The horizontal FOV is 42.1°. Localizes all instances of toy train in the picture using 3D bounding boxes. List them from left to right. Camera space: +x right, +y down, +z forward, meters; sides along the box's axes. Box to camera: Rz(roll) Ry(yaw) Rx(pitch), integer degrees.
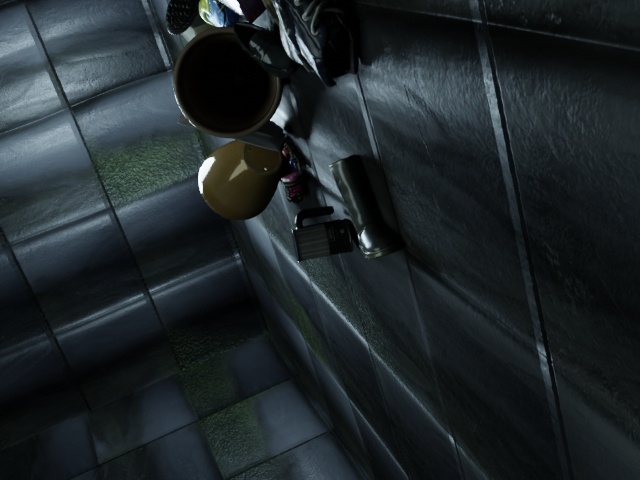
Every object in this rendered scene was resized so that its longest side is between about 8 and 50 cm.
[{"bbox_3d":[-0.082,-0.234,2.187,0.158,0.036,0.027,-125,17,-44],"label":"toy train"}]

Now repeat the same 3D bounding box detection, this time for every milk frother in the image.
[{"bbox_3d":[0.000,0.000,2.013,0.143,0.134,0.129,87,171,-54],"label":"milk frother"}]

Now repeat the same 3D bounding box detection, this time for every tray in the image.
[{"bbox_3d":[-0.228,-0.308,2.160,0.145,0.270,0.030,-87,14,-60],"label":"tray"}]

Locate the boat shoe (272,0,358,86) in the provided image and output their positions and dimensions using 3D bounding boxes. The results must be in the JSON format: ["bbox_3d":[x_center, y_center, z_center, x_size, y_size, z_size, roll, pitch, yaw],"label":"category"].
[{"bbox_3d":[-0.014,-0.417,1.392,0.158,0.127,0.340,49,167,39],"label":"boat shoe"}]

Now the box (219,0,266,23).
[{"bbox_3d":[-0.265,-0.633,1.886,0.293,0.057,0.201,41,174,30],"label":"box"}]

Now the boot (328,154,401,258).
[{"bbox_3d":[0.087,-0.071,1.696,0.189,0.076,0.208,-166,60,-73],"label":"boot"}]

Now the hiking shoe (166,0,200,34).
[{"bbox_3d":[-0.366,-0.676,2.334,0.086,0.227,0.114,23,180,-2],"label":"hiking shoe"}]

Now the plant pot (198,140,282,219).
[{"bbox_3d":[-0.207,-0.206,2.427,0.237,0.237,0.254,66,152,4],"label":"plant pot"}]

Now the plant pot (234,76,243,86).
[{"bbox_3d":[-0.266,-0.419,2.322,0.188,0.205,0.205,-70,-42,-85],"label":"plant pot"}]

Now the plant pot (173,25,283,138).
[{"bbox_3d":[-0.220,-0.395,2.069,0.229,0.263,0.263,-90,-20,-77],"label":"plant pot"}]

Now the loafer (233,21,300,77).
[{"bbox_3d":[-0.124,-0.425,1.841,0.078,0.076,0.223,32,-172,-48],"label":"loafer"}]

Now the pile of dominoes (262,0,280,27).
[{"bbox_3d":[-0.138,-0.581,1.767,0.251,0.040,0.196,64,-172,20],"label":"pile of dominoes"}]

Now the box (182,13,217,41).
[{"bbox_3d":[-0.344,-0.631,2.431,0.275,0.113,0.094,-127,17,-54],"label":"box"}]

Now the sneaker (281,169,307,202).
[{"bbox_3d":[-0.066,-0.140,2.237,0.170,0.063,0.075,134,113,-83],"label":"sneaker"}]

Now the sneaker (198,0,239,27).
[{"bbox_3d":[-0.253,-0.633,2.143,0.126,0.091,0.240,44,161,15],"label":"sneaker"}]
